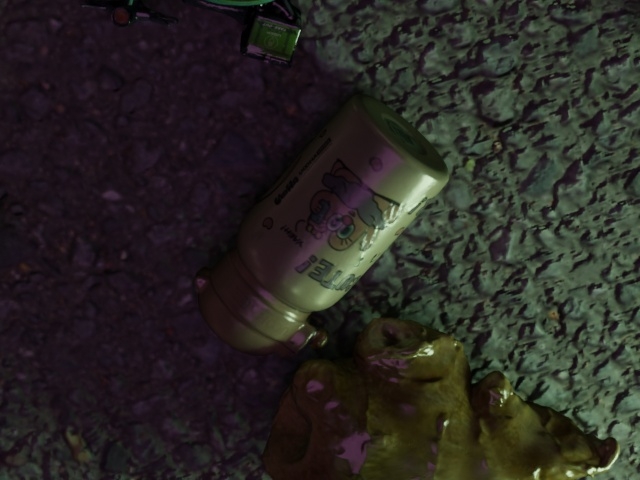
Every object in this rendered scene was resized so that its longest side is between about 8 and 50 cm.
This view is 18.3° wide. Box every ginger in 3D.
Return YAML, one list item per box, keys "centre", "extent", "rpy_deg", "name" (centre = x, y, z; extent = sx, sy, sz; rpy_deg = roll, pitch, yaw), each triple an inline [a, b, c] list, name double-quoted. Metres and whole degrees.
- centre: [0.089, 0.157, 1.549]
  extent: [0.270, 0.123, 0.218]
  rpy_deg: [-12, 115, -7]
  name: "ginger"

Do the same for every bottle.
- centre: [0.000, 0.000, 1.491]
  extent: [0.110, 0.097, 0.209]
  rpy_deg: [40, 106, -5]
  name: "bottle"

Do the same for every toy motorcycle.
- centre: [-0.092, -0.191, 1.435]
  extent: [0.173, 0.058, 0.100]
  rpy_deg: [14, 116, -10]
  name: "toy motorcycle"
